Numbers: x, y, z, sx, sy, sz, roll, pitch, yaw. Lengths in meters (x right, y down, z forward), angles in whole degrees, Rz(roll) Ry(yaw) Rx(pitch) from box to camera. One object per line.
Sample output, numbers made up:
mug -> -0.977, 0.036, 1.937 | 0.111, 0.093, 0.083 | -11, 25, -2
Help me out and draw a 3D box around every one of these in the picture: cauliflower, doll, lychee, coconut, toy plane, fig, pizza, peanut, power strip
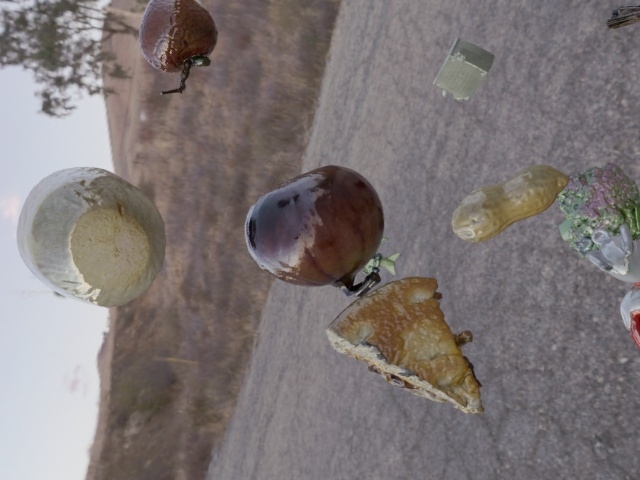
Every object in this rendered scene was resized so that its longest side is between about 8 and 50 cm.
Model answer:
cauliflower -> 0.699, -0.054, 1.630 | 0.315, 0.238, 0.256 | 123, 145, -62
doll -> 0.604, 0.119, 1.061 | 0.188, 0.384, 0.099 | -46, -2, 23
lychee -> -0.197, -0.269, 0.864 | 0.101, 0.114, 0.140 | 6, 107, 54
coconut -> -0.476, -0.006, 1.330 | 0.329, 0.328, 0.329 | -169, 90, -80
toy plane -> 0.102, 0.038, 1.264 | 0.040, 0.111, 0.102 | -79, -2, -70
fig -> -0.011, -0.015, 1.032 | 0.235, 0.235, 0.215 | -103, 8, -66
pizza -> 0.115, 0.132, 0.732 | 0.194, 0.154, 0.069 | 47, 148, 30
peanut -> 0.386, -0.082, 1.291 | 0.117, 0.263, 0.101 | -116, 1, -49
power strip -> 0.243, -0.289, 1.108 | 0.175, 0.075, 0.042 | 117, 178, -76

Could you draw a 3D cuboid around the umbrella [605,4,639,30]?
umbrella -> 0.292, -0.209, 0.583 | 0.083, 0.031, 0.020 | -134, 27, -71
